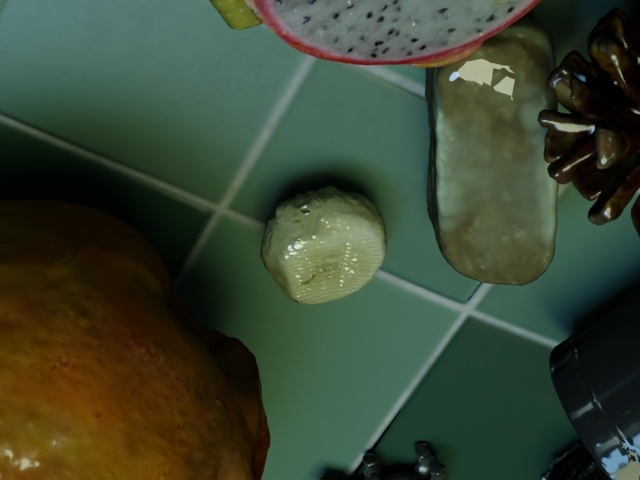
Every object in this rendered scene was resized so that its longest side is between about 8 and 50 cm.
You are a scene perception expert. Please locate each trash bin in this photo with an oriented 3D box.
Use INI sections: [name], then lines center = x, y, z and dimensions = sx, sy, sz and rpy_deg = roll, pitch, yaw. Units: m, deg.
[trash bin]
center = 0.377, 0.092, 1.352
dimensions = 0.301, 0.203, 0.252
rpy_deg = -39, 92, 20

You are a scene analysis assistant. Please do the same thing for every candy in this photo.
[candy]
center = 0.138, -0.077, 1.276
dimensions = 0.102, 0.104, 0.234
rpy_deg = -4, 125, -2

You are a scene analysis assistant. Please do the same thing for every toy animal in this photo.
[toy animal]
center = 0.055, 0.241, 1.529
dimensions = 0.135, 0.047, 0.065
rpy_deg = -10, 133, -3

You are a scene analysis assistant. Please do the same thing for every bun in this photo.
[bun]
center = 0.000, 0.000, 1.344
dimensions = 0.115, 0.069, 0.115
rpy_deg = -14, 141, -11

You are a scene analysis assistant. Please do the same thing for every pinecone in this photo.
[pinecone]
center = 0.307, -0.105, 1.172
dimensions = 0.309, 0.244, 0.244
rpy_deg = -26, 127, -19

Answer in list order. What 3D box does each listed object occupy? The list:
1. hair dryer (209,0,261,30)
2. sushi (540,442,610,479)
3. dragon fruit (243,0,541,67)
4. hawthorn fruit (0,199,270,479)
[hair dryer]
center = -0.113, -0.267, 1.152
dimensions = 0.135, 0.090, 0.279
rpy_deg = -30, 128, 14
[sushi]
center = 0.321, 0.285, 1.535
dimensions = 0.136, 0.126, 0.225
rpy_deg = -36, 114, 22
[dragon fruit]
center = 0.055, -0.274, 1.066
dimensions = 0.290, 0.189, 0.291
rpy_deg = -13, 145, -9
[hawthorn fruit]
center = -0.253, 0.198, 1.257
dimensions = 0.471, 0.472, 0.472
rpy_deg = -2, 125, -2
